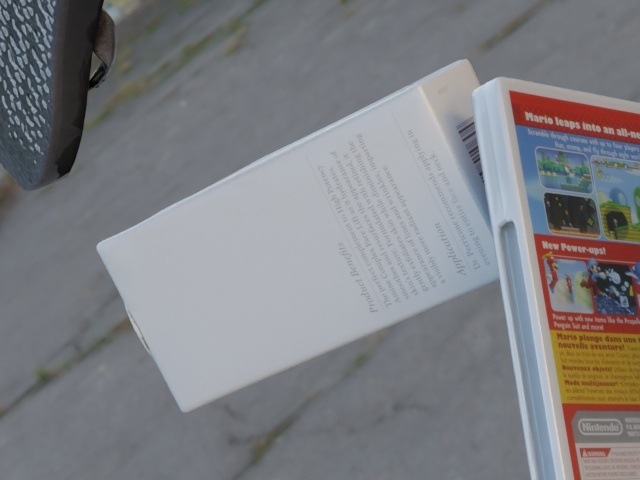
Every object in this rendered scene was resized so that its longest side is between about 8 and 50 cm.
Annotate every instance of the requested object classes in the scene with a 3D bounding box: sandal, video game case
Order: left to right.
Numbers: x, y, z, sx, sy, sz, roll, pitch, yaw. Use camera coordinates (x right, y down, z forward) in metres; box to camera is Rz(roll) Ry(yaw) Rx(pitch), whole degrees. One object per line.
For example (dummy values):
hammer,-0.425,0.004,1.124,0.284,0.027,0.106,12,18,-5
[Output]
sandal,-0.124,-0.108,0.777,0.054,0.097,0.254,-23,-19,-30
video game case,0.178,0.063,0.843,0.204,0.285,0.025,6,-20,-38

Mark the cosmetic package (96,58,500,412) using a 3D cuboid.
cosmetic package,0.000,0.000,0.924,0.231,0.117,0.085,-23,5,29
